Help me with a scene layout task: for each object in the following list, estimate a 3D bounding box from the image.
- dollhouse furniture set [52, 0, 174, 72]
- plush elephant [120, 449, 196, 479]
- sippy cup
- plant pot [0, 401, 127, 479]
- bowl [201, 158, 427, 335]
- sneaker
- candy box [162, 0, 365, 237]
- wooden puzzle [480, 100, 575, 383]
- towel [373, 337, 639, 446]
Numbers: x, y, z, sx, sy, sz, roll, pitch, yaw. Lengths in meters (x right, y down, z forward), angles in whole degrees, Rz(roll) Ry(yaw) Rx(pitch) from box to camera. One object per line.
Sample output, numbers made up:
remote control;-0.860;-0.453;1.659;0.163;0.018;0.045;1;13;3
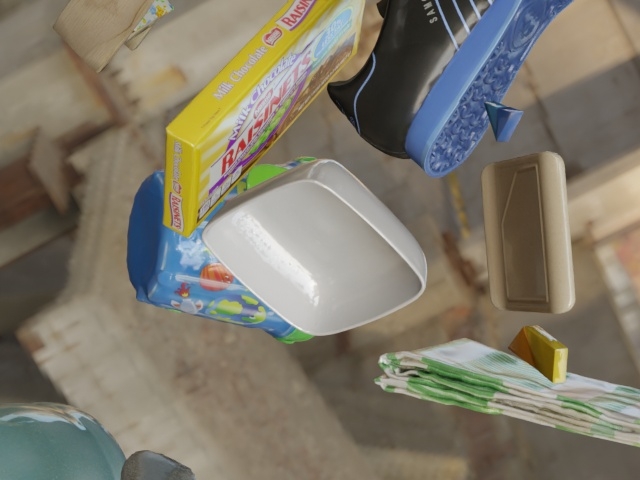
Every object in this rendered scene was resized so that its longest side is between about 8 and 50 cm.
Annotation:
dollhouse furniture set;-0.122;-0.274;1.048;0.242;0.161;0.212;47;43;1
plush elephant;-0.133;0.375;1.360;0.330;0.272;0.255;-31;135;-62
sippy cup;-0.115;0.004;2.017;0.224;0.305;0.240;5;29;-23
plant pot;-0.372;0.311;1.771;0.196;0.293;0.293;22;41;-57
bowl;0.000;0.000;1.212;0.142;0.142;0.053;44;44;-23
sneaker;0.095;-0.153;0.953;0.090;0.232;0.081;34;-2;26
candy box;-0.035;-0.101;1.079;0.027;0.206;0.105;30;-31;16
wooden puzzle;0.090;-0.002;0.698;0.078;0.014;0.116;-164;-110;-72
towel;0.240;0.141;1.491;0.248;0.325;0.038;0;99;-67
